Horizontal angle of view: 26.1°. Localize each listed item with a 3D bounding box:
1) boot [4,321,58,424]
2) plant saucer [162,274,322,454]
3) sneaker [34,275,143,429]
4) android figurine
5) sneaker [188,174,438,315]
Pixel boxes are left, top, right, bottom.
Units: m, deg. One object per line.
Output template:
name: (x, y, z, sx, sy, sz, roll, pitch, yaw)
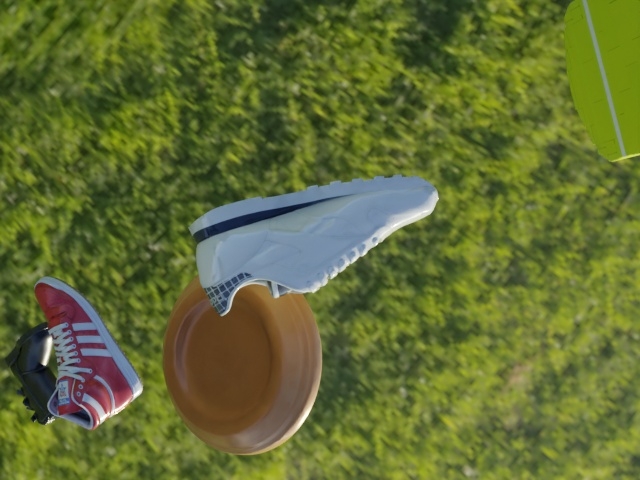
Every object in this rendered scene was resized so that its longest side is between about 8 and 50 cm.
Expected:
boot: (-0.336, 0.164, 1.681, 0.045, 0.099, 0.121, -21, 164, -42)
plant saucer: (-0.089, 0.119, 1.405, 0.037, 0.200, 0.200, 3, 116, -56)
sneaker: (-0.191, 0.088, 1.046, 0.118, 0.042, 0.067, 54, 48, -9)
android figurine: (0.309, -0.169, 1.318, 0.056, 0.273, 0.248, -14, 87, -13)
sneaker: (0.000, 0.000, 1.272, 0.235, 0.095, 0.090, -14, 170, -9)
